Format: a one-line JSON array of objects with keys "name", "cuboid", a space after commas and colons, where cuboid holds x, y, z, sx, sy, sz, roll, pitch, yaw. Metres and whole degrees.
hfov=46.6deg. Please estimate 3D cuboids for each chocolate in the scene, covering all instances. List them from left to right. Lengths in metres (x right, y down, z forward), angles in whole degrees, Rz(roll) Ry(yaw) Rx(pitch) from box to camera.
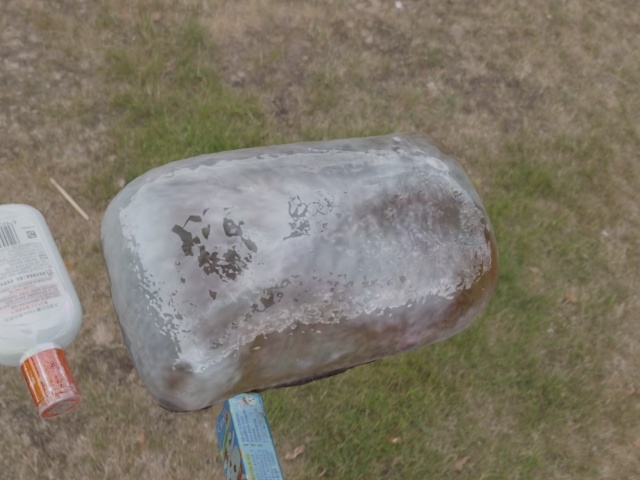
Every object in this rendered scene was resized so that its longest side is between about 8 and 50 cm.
[{"name": "chocolate", "cuboid": [0.000, 0.000, 0.544, 0.303, 0.100, 0.185, -13, 70, -24]}]

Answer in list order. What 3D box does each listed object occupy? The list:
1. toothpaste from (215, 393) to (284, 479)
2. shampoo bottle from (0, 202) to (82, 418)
[{"name": "toothpaste", "cuboid": [-0.074, 0.290, 0.875, 0.050, 0.065, 0.267, 10, 27, -23]}, {"name": "shampoo bottle", "cuboid": [-0.291, 0.066, 0.724, 0.108, 0.051, 0.221, -17, 65, -32]}]
